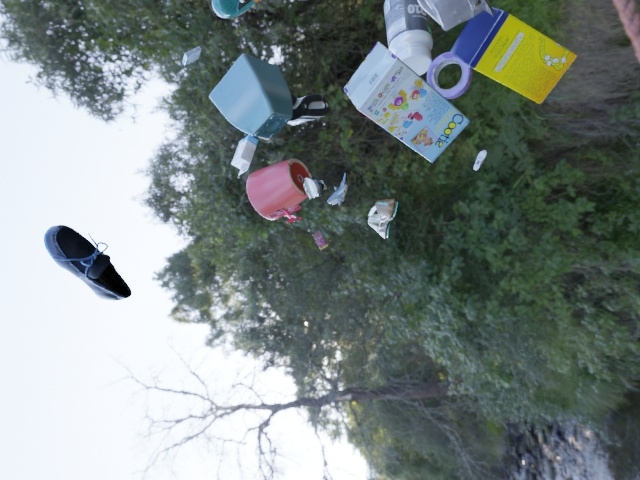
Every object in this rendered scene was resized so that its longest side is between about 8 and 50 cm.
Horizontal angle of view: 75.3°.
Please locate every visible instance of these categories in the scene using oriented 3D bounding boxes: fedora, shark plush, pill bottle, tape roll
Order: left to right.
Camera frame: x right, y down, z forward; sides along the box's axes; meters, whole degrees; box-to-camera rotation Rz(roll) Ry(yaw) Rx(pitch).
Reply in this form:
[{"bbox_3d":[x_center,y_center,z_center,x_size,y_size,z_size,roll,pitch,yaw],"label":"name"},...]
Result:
[{"bbox_3d":[0.086,-0.230,1.886,0.073,0.067,0.161,-58,-10,-52],"label":"shark plush"},{"bbox_3d":[0.415,-0.970,1.946,0.204,0.204,0.361,37,-133,-70],"label":"pill bottle"},{"bbox_3d":[0.356,-0.677,1.159,0.244,0.124,0.275,54,-153,15],"label":"fedora"},{"bbox_3d":[0.581,-0.739,1.867,0.080,0.188,0.189,-21,-71,-59],"label":"tape roll"}]

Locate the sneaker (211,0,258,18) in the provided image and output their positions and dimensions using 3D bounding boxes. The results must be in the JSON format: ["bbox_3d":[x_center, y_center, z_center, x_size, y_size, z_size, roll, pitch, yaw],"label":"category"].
[{"bbox_3d":[-0.172,-0.733,1.146,0.108,0.302,0.121,52,175,-29],"label":"sneaker"}]

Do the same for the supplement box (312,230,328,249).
[{"bbox_3d":[0.000,0.000,1.976,0.083,0.043,0.055,61,180,4],"label":"supplement box"}]

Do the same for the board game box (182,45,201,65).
[{"bbox_3d":[-0.636,-0.911,2.049,0.090,0.090,0.020,-41,-80,-26],"label":"board game box"}]

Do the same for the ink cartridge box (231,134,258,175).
[{"bbox_3d":[-0.387,-0.430,2.091,0.061,0.104,0.181,28,-117,-31],"label":"ink cartridge box"}]

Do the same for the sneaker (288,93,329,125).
[{"bbox_3d":[-0.198,-0.702,2.300,0.447,0.257,0.169,-8,-92,-33],"label":"sneaker"}]

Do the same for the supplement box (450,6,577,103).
[{"bbox_3d":[0.703,-0.689,1.528,0.195,0.356,0.194,-60,24,32],"label":"supplement box"}]

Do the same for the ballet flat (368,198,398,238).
[{"bbox_3d":[0.296,-0.109,2.028,0.342,0.124,0.116,80,-158,-70],"label":"ballet flat"}]

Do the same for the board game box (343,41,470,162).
[{"bbox_3d":[0.219,-0.347,1.061,0.275,0.144,0.142,25,-151,-31],"label":"board game box"}]

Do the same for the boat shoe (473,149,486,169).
[{"bbox_3d":[0.755,-0.379,1.962,0.035,0.035,0.100,-20,-48,-64],"label":"boat shoe"}]

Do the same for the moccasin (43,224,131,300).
[{"bbox_3d":[-0.729,0.071,1.347,0.342,0.116,0.138,66,-148,-49],"label":"moccasin"}]

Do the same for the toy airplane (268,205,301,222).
[{"bbox_3d":[-0.130,-0.105,1.682,0.151,0.151,0.028,-62,-31,-61],"label":"toy airplane"}]

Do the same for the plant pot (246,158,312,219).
[{"bbox_3d":[-0.184,-0.263,2.038,0.275,0.243,0.275,33,-134,-42],"label":"plant pot"}]

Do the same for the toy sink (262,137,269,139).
[{"bbox_3d":[-0.250,-0.612,1.989,0.152,0.234,0.131,6,-124,-51],"label":"toy sink"}]

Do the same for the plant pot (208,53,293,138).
[{"bbox_3d":[-0.261,-0.577,1.754,0.252,0.247,0.247,58,-150,10],"label":"plant pot"}]

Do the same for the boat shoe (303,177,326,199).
[{"bbox_3d":[-0.016,-0.209,1.586,0.233,0.079,0.084,-156,43,-84],"label":"boat shoe"}]
